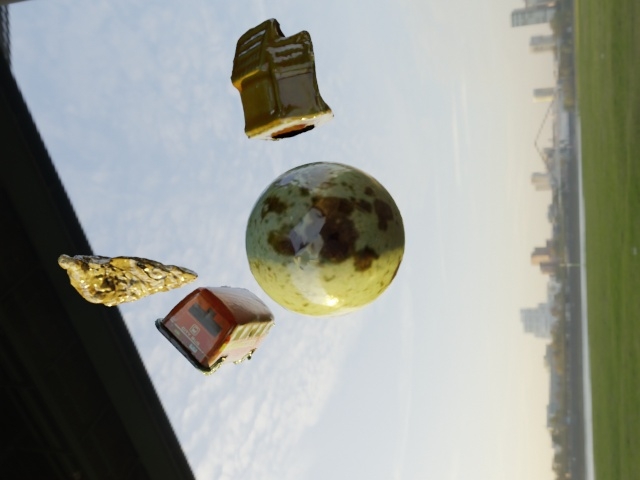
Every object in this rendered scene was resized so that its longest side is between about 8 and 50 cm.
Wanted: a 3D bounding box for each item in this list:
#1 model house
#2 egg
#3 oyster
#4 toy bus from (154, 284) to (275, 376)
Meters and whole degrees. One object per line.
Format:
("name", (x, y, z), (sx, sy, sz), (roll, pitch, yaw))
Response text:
("model house", (-0.075, -0.338, 1.368), (0.173, 0.268, 0.239), (-15, -87, -43))
("egg", (0.000, 0.000, 0.730), (0.231, 0.169, 0.169), (174, 95, -76))
("oyster", (-0.137, 0.030, 0.479), (0.081, 0.083, 0.038), (59, -142, -78))
("toy bus", (-0.164, 0.145, 1.139), (0.120, 0.121, 0.265), (-49, -13, 5))
